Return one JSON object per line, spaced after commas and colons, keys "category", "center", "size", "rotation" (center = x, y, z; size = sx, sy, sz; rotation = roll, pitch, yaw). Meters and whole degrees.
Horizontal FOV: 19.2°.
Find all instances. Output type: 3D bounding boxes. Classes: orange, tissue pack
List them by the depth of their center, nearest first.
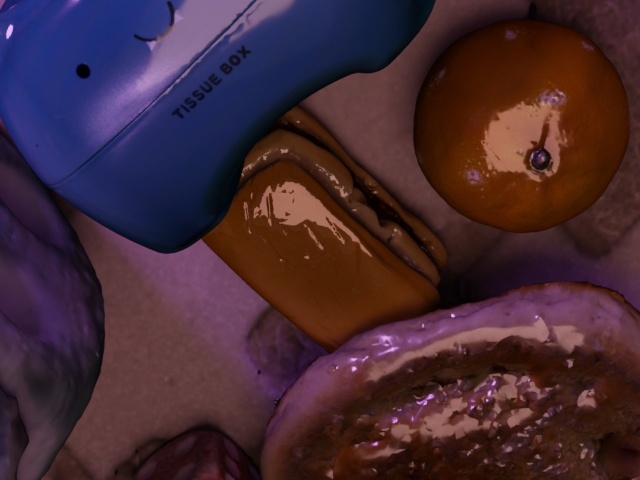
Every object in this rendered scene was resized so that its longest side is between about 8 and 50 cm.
{"category": "tissue pack", "center": [-0.085, -0.154, 1.247], "size": [0.287, 0.198, 0.206], "rotation": [-41, 113, 17]}
{"category": "orange", "center": [0.143, -0.079, 1.342], "size": [0.156, 0.124, 0.156], "rotation": [-1, 120, -2]}

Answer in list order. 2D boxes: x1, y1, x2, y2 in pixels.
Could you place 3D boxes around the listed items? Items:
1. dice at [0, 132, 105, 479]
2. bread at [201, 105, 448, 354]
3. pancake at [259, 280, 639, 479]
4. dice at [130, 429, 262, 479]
{"category": "dice", "center": [-0.362, 0.061, 1.253], "size": [0.328, 0.348, 0.330], "rotation": [-39, 114, 12]}
{"category": "bread", "center": [0.000, 0.000, 1.403], "size": [0.116, 0.077, 0.200], "rotation": [-38, 113, 22]}
{"category": "pancake", "center": [0.136, 0.184, 1.441], "size": [0.356, 0.065, 0.356], "rotation": [-2, 119, -4]}
{"category": "dice", "center": [-0.094, 0.213, 1.486], "size": [0.091, 0.093, 0.094], "rotation": [-35, 115, 13]}
